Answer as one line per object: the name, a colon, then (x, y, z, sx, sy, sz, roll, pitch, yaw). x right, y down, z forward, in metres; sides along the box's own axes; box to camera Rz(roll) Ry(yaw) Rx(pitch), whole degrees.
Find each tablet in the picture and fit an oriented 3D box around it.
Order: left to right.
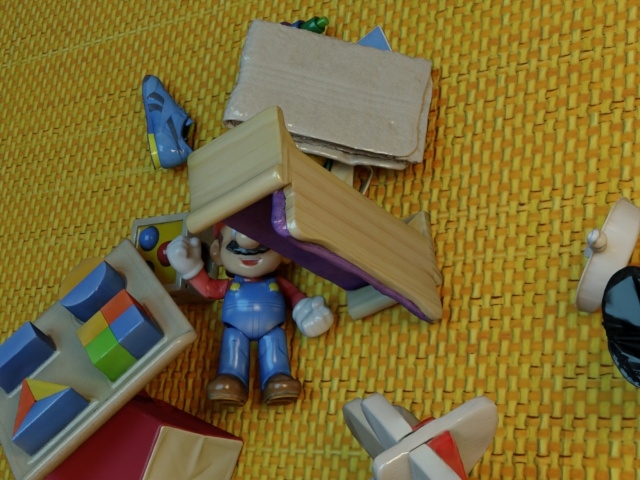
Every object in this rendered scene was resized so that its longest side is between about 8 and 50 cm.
tablet: (0.083, -0.281, 1.754, 0.054, 0.006, 0.083, -36, 56, 23)

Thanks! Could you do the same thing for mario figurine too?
mario figurine: (-0.103, 0.069, 1.659, 0.170, 0.198, 0.321, -24, 64, 47)

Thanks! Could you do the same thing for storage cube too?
storage cube: (-0.261, 0.333, 1.688, 0.193, 0.183, 0.215, 17, 85, 40)

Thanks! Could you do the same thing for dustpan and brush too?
dustpan and brush: (0.324, 0.010, 1.325, 0.060, 0.211, 0.147, 24, 90, 7)

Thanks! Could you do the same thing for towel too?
towel: (0.018, -0.203, 1.621, 0.049, 0.282, 0.187, 111, 172, -59)

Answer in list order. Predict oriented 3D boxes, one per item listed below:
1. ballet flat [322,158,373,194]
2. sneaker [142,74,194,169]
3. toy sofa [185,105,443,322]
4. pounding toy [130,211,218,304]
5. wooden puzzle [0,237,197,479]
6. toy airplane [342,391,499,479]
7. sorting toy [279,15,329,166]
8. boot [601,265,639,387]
ballet flat: (0.042, -0.130, 1.690, 0.086, 0.086, 0.249, 4, 77, 39)
sneaker: (-0.256, -0.205, 1.968, 0.082, 0.069, 0.209, -14, 51, -2)
toy sofa: (0.000, 0.000, 1.486, 0.150, 0.362, 0.177, -25, 55, 29)
pounding toy: (-0.212, -0.010, 1.832, 0.181, 0.094, 0.206, -7, 70, 37)
wooden puzzle: (-0.363, 0.158, 1.681, 0.322, 0.080, 0.348, -43, 34, -2)
toy airplane: (0.161, 0.331, 1.300, 0.384, 0.272, 0.386, -41, 61, 60)
sorting toy: (-0.030, -0.205, 1.720, 0.126, 0.127, 0.366, -25, 44, 34)
boot: (0.380, 0.056, 1.265, 0.094, 0.207, 0.247, -16, 64, 33)
